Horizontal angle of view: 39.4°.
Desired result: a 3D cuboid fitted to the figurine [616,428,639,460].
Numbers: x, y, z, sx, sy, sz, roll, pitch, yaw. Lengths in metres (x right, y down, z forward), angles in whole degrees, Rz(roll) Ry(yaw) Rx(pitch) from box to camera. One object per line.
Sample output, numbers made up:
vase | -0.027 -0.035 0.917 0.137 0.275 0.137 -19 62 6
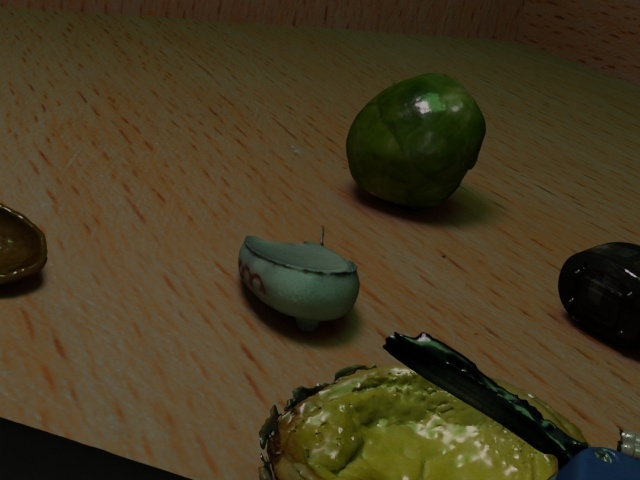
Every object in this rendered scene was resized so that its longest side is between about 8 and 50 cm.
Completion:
figurine | 0.339 0.207 0.825 0.129 0.054 0.072 14 27 17

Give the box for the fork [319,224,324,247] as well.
fork | 0.001 0.000 1.242 0.012 0.016 0.115 2 20 5

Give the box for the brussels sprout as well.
brussels sprout | 0.153 -0.161 1.429 0.243 0.244 0.244 8 22 -3

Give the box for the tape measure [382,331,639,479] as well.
tape measure | 0.160 0.201 0.551 0.351 0.098 0.215 34 43 6

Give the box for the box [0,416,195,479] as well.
box | -0.200 0.223 0.553 0.288 0.073 0.290 15 23 11

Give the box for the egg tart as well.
egg tart | 0.087 0.194 0.717 0.278 0.095 0.279 3 23 -1

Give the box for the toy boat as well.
toy boat | -0.028 0.050 1.059 0.134 0.079 0.207 8 10 -22

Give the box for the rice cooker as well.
rice cooker | 0.374 0.067 1.097 0.106 0.112 0.165 -12 27 -30

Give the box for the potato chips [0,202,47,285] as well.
potato chips | -0.414 0.008 1.008 0.201 0.049 0.150 4 38 -21
